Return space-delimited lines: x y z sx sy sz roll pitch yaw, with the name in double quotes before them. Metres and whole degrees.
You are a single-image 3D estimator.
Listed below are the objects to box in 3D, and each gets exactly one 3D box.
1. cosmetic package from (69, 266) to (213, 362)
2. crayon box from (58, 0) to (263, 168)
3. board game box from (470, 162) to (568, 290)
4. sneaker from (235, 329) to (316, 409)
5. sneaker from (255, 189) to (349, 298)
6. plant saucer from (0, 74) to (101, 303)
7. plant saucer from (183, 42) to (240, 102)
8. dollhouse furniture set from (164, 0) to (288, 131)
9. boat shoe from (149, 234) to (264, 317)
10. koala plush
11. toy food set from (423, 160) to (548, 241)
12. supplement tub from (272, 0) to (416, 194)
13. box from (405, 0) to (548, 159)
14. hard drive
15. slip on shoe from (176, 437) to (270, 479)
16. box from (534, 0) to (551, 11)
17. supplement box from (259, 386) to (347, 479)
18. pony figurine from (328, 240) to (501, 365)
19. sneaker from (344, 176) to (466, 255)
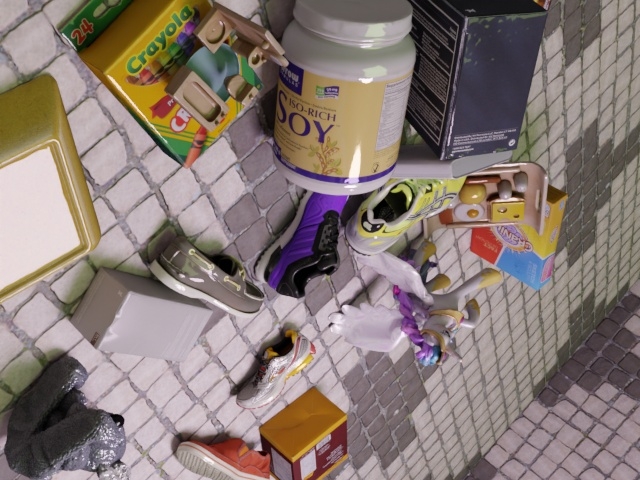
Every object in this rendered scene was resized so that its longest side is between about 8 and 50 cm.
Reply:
"cosmetic package" -0.327 0.141 1.610 0.238 0.107 0.127 25 98 -53
"crayon box" -0.239 -0.282 1.374 0.202 0.081 0.318 -49 145 -8
"board game box" 0.534 -0.045 2.373 0.064 0.242 0.316 -34 140 -30
"sneaker" -0.119 0.298 2.030 0.225 0.088 0.092 -46 125 -13
"sneaker" 0.000 0.001 1.846 0.293 0.146 0.102 -55 146 1
"plant saucer" -0.482 -0.031 1.293 0.333 0.081 0.332 -35 141 -29
"plant saucer" -0.180 -0.259 1.373 0.119 0.021 0.119 -32 140 -32
"dollhouse furniture set" -0.132 -0.241 1.314 0.151 0.123 0.144 -53 146 -4
"boat shoe" -0.199 0.072 1.699 0.091 0.109 0.305 -54 143 6
"koala plush" -0.441 0.363 1.598 0.203 0.196 0.221 -42 146 0
"toy food set" 0.411 -0.083 2.194 0.219 0.306 0.092 79 12 -46
"supplement tub" 0.042 -0.275 1.579 0.241 0.241 0.331 -25 135 -37
"box" 0.273 -0.363 1.702 0.183 0.296 0.294 -10 130 -17
"hard drive" 0.218 -0.169 1.837 0.203 0.308 0.040 -20 108 -40
"slip on shoe" -0.225 0.516 2.063 0.331 0.123 0.101 37 56 -51
"box" 0.442 -0.466 2.068 0.201 0.057 0.293 -18 132 -41
"supplement box" -0.040 0.527 2.261 0.191 0.129 0.194 -33 140 -30
"pony figurine" 0.237 0.143 2.137 0.363 0.351 0.302 -44 153 -50
"sneaker" 0.224 -0.110 1.992 0.385 0.145 0.147 -44 176 -19
